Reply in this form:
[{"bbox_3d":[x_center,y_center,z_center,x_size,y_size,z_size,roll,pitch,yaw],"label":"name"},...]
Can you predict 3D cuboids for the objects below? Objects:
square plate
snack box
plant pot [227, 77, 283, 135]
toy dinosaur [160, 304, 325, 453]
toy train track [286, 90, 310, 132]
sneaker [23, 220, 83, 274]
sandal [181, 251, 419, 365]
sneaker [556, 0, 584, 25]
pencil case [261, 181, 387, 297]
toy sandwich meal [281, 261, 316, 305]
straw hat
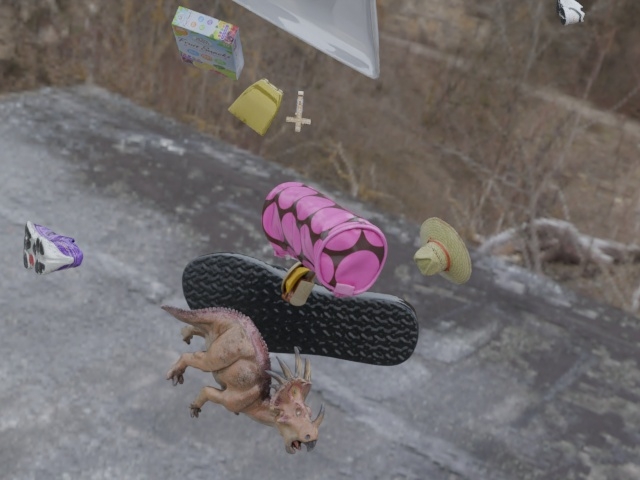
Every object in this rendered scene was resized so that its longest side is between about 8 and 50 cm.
[{"bbox_3d":[-0.036,-0.444,1.469,0.347,0.344,0.049,34,60,29],"label":"square plate"},{"bbox_3d":[-0.178,-0.312,1.595,0.100,0.037,0.141,19,-14,4],"label":"snack box"},{"bbox_3d":[-0.113,-0.255,1.861,0.081,0.083,0.081,36,12,-6],"label":"plant pot"},{"bbox_3d":[-0.116,0.190,1.554,0.200,0.296,0.127,-24,12,27],"label":"toy dinosaur"},{"bbox_3d":[-0.041,-0.252,1.948,0.048,0.083,0.014,5,-13,-6],"label":"toy train track"},{"bbox_3d":[-0.388,0.016,1.448,0.071,0.068,0.170,1,13,-30],"label":"sneaker"},{"bbox_3d":[-0.039,0.132,1.852,0.445,0.167,0.107,15,12,1],"label":"sandal"},{"bbox_3d":[0.491,-0.457,1.970,0.043,0.040,0.109,-3,43,2],"label":"sneaker"},{"bbox_3d":[0.000,0.000,1.165,0.095,0.098,0.209,21,6,-24],"label":"pencil case"},{"bbox_3d":[-0.029,0.066,1.593,0.085,0.085,0.029,-14,48,-45],"label":"toy sandwich meal"},{"bbox_3d":[0.204,0.033,1.813,0.061,0.144,0.144,-28,42,-24],"label":"straw hat"}]
